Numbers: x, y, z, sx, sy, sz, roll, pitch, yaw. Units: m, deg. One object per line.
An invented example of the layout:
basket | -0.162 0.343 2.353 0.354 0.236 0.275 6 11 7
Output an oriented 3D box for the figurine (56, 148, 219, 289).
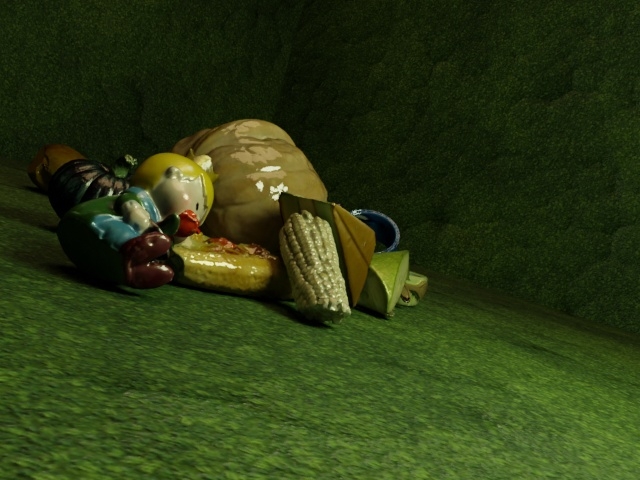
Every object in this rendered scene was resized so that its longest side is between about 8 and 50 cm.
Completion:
figurine | -0.198 -0.035 0.925 0.185 0.127 0.234 14 28 40

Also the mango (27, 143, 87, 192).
mango | -0.677 -0.177 1.901 0.167 0.130 0.262 19 7 -24

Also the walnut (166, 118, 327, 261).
walnut | -0.134 -0.080 1.325 0.285 0.285 0.296 12 11 -47

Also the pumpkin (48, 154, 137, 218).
pumpkin | -0.373 -0.067 1.250 0.194 0.150 0.194 14 -19 5

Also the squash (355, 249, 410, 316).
squash | 0.146 0.065 1.338 0.252 0.093 0.169 -5 15 -43

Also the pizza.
pizza | -0.183 0.020 1.128 0.288 0.075 0.280 19 4 37

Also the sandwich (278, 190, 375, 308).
sandwich | -0.004 0.017 1.173 0.117 0.144 0.187 15 -7 30

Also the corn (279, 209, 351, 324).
corn | -0.011 0.046 1.038 0.087 0.087 0.211 14 38 -23

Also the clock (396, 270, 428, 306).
clock | 0.145 0.093 1.554 0.170 0.069 0.232 16 4 5

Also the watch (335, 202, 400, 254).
watch | 0.095 0.015 1.782 0.200 0.196 0.171 1 -35 -3
